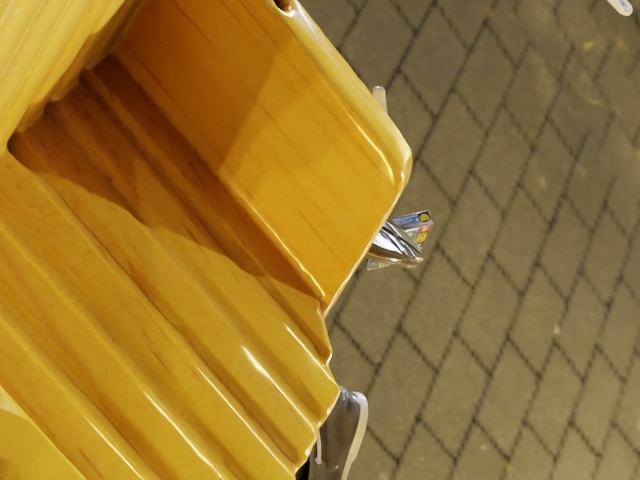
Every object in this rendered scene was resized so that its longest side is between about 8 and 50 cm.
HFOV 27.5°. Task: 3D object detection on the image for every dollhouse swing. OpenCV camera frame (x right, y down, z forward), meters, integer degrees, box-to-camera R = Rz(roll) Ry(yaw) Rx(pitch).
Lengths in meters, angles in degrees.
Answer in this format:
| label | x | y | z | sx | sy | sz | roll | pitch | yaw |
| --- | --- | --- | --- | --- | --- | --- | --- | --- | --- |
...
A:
| label | x | y | z | sx | sy | sz | roll | pitch | yaw |
| --- | --- | --- | --- | --- | --- | --- | --- | --- | --- |
| dollhouse swing | -0.028 | -0.041 | 0.515 | 0.315 | 0.305 | 0.347 | 50 | 33 | -13 |

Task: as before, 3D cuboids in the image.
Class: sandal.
| label | x | y | z | sx | sy | sz | roll | pitch | yaw |
| --- | --- | --- | --- | --- | --- | --- | --- | --- | --- |
| sandal | 0.000 | 0.000 | 1.266 | 0.219 | 0.060 | 0.090 | 3 | 41 | -35 |

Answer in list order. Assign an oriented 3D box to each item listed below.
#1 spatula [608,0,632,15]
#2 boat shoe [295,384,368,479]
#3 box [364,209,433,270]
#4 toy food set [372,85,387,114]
| label | x | y | z | sx | sy | sz | roll | pitch | yaw |
| --- | --- | --- | --- | --- | --- | --- | --- | --- | --- |
| spatula | 0.230 | -0.310 | 1.221 | 0.242 | 0.019 | 0.168 | 49 | 46 | 8 |
| boat shoe | -0.021 | 0.365 | 1.848 | 0.095 | 0.112 | 0.335 | 14 | 89 | -21 |
| box | 0.124 | 0.001 | 2.110 | 0.094 | 0.137 | 0.027 | -12 | 67 | -12 |
| toy food set | -0.024 | -0.131 | 1.558 | 0.128 | 0.218 | 0.071 | 94 | 0 | -63 |
